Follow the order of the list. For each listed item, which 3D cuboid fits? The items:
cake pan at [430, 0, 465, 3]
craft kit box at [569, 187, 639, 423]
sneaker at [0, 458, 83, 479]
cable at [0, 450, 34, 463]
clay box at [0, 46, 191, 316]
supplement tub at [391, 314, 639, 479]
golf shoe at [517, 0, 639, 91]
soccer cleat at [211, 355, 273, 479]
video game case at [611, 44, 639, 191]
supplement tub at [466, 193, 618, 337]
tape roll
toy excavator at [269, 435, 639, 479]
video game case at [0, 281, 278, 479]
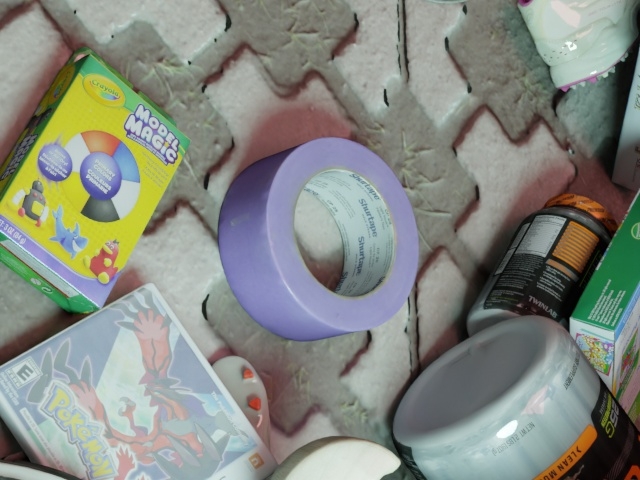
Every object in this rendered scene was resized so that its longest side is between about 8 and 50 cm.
[{"bbox_3d":[0.128,-0.410,1.731,0.293,0.054,0.293,10,73,-37],"label":"cake pan"},{"bbox_3d":[0.338,0.085,1.697,0.250,0.061,0.246,-54,148,-36],"label":"craft kit box"},{"bbox_3d":[-0.158,0.321,1.131,0.447,0.257,0.169,31,99,-19],"label":"sneaker"},{"bbox_3d":[-0.149,0.265,1.321,0.287,0.072,0.139,53,54,-17],"label":"cable"},{"bbox_3d":[-0.202,-0.060,1.370,0.127,0.053,0.222,40,58,-26],"label":"clay box"},{"bbox_3d":[0.241,0.259,1.561,0.338,0.207,0.207,53,52,-17],"label":"supplement tub"},{"bbox_3d":[0.336,-0.313,1.846,0.140,0.115,0.306,49,52,-16],"label":"golf shoe"},{"bbox_3d":[-0.072,0.202,1.416,0.068,0.076,0.196,-10,67,-1],"label":"soccer cleat"},{"bbox_3d":[0.426,-0.228,1.835,0.269,0.061,0.244,-58,159,-33],"label":"video game case"},{"bbox_3d":[0.243,0.046,1.674,0.117,0.117,0.190,49,53,-20],"label":"supplement tub"},{"bbox_3d":[0.000,0.000,1.507,0.189,0.080,0.189,11,72,-37],"label":"tape roll"},{"bbox_3d":[0.218,0.317,1.336,0.445,0.222,0.433,-21,89,-12],"label":"toy excavator"},{"bbox_3d":[-0.158,0.156,1.322,0.183,0.023,0.201,-31,82,-36],"label":"video game case"}]
